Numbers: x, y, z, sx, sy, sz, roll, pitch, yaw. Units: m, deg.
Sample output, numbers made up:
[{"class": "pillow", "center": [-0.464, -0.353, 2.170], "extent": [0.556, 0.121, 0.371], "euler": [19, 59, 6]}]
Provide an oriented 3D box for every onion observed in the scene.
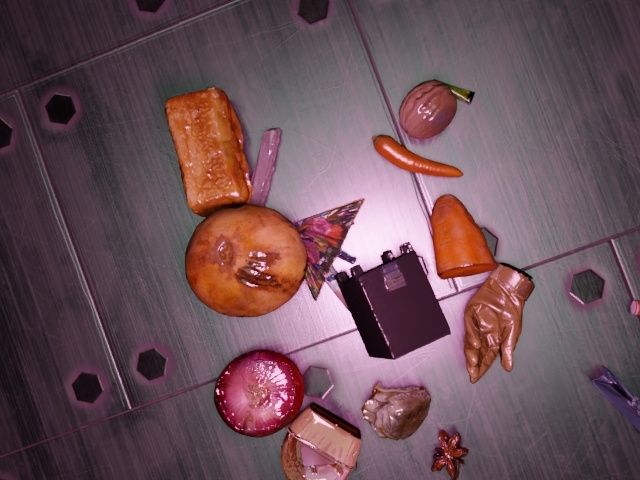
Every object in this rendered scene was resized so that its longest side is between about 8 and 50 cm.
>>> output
[{"class": "onion", "center": [-0.166, 0.414, 1.726], "extent": [0.248, 0.161, 0.248], "euler": [0, 89, 0]}]

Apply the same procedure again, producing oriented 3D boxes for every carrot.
[{"class": "carrot", "center": [0.261, -0.217, 1.744], "extent": [0.271, 0.066, 0.062], "euler": [28, 136, 2]}, {"class": "carrot", "center": [0.364, -0.014, 1.704], "extent": [0.159, 0.159, 0.225], "euler": [-16, 74, 5]}]

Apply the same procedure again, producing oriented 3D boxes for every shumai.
[{"class": "shumai", "center": [0.205, 0.452, 1.731], "extent": [0.142, 0.184, 0.184], "euler": [37, 93, 34]}]

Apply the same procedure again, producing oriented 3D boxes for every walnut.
[{"class": "walnut", "center": [0.288, -0.352, 1.702], "extent": [0.162, 0.140, 0.140], "euler": [-39, 87, -6]}]

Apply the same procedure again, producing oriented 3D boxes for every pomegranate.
[{"class": "pomegranate", "center": [-0.193, 0.051, 1.667], "extent": [0.322, 0.322, 0.322], "euler": [0, 90, 5]}]

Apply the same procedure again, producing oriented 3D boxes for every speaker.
[{"class": "speaker", "center": [0.183, 0.160, 1.649], "extent": [0.184, 0.232, 0.254], "euler": [-23, 87, -14]}]

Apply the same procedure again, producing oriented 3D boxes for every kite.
[{"class": "kite", "center": [0.000, 0.000, 1.776], "extent": [0.234, 0.016, 0.321], "euler": [25, 85, 14]}]

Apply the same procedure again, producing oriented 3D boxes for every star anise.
[{"class": "star anise", "center": [0.354, 0.614, 1.732], "extent": [0.097, 0.070, 0.191], "euler": [15, 93, 32]}]

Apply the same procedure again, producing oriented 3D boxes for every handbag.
[{"class": "handbag", "center": [0.820, 0.439, 1.650], "extent": [0.057, 0.144, 0.221], "euler": [-42, 86, 2]}]

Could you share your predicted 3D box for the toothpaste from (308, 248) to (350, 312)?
[{"class": "toothpaste", "center": [0.043, 0.121, 1.772], "extent": [0.056, 0.036, 0.205], "euler": [-37, 83, 2]}]

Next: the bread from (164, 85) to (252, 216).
[{"class": "bread", "center": [-0.304, -0.241, 1.743], "extent": [0.195, 0.149, 0.344], "euler": [-12, 85, 0]}]

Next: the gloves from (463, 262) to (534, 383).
[{"class": "gloves", "center": [0.458, 0.224, 1.685], "extent": [0.154, 0.141, 0.331], "euler": [30, 82, -21]}]

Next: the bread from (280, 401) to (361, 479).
[{"class": "bread", "center": [-0.006, 0.573, 1.722], "extent": [0.224, 0.142, 0.212], "euler": [31, 89, 3]}]

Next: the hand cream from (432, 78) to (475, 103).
[{"class": "hand cream", "center": [0.365, -0.416, 1.748], "extent": [0.122, 0.023, 0.036], "euler": [21, 80, 3]}]

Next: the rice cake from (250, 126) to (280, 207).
[{"class": "rice cake", "center": [-0.163, -0.191, 1.780], "extent": [0.055, 0.049, 0.270], "euler": [13, 91, 21]}]

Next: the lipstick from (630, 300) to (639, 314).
[{"class": "lipstick", "center": [0.906, 0.188, 1.695], "extent": [0.130, 0.038, 0.038], "euler": [7, 91, 5]}]
